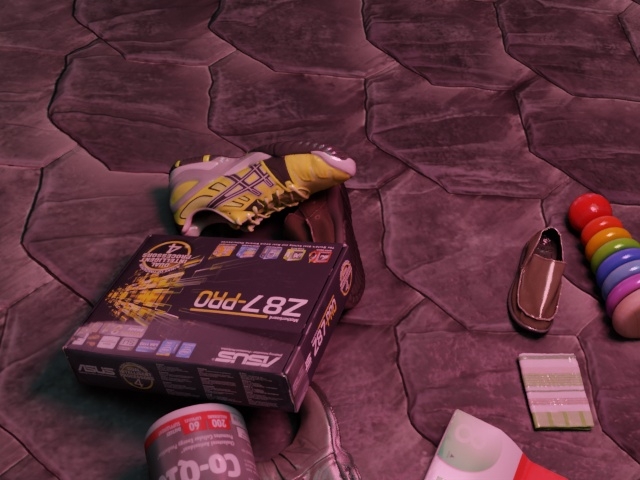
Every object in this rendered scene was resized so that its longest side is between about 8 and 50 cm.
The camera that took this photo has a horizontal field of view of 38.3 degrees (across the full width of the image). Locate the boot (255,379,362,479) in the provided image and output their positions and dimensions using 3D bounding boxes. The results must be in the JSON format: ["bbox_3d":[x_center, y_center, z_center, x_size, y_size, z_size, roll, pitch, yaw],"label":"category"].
[{"bbox_3d":[-0.043,0.342,1.485,0.161,0.083,0.246,-15,53,-15],"label":"boot"}]

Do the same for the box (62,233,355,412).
[{"bbox_3d":[-0.174,0.122,1.527,0.395,0.097,0.318,4,40,21],"label":"box"}]

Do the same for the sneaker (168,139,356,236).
[{"bbox_3d":[-0.110,-0.091,1.751,0.385,0.145,0.147,-10,70,24],"label":"sneaker"}]

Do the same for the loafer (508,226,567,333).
[{"bbox_3d":[0.425,0.068,1.792,0.094,0.087,0.251,14,49,2],"label":"loafer"}]

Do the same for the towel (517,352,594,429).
[{"bbox_3d":[0.423,0.274,1.665,0.113,0.023,0.152,1,52,-7],"label":"towel"}]

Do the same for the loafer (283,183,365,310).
[{"bbox_3d":[0.000,0.000,1.768,0.130,0.133,0.366,-17,40,9],"label":"loafer"}]

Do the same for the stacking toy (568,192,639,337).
[{"bbox_3d":[0.585,0.029,1.833,0.141,0.141,0.330,-5,47,-14],"label":"stacking toy"}]

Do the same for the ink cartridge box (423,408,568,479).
[{"bbox_3d":[0.288,0.403,1.508,0.225,0.056,0.181,23,50,12],"label":"ink cartridge box"}]

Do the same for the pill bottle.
[{"bbox_3d":[-0.159,0.400,1.356,0.161,0.161,0.283,-8,52,-16],"label":"pill bottle"}]
